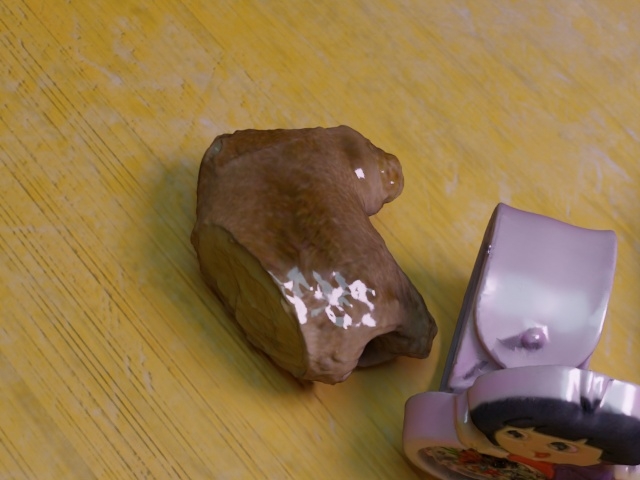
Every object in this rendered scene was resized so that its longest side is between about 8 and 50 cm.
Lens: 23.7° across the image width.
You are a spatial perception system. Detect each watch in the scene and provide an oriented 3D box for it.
[{"bbox_3d":[0.187,0.085,1.242,0.196,0.244,0.231,18,64,3],"label":"watch"}]

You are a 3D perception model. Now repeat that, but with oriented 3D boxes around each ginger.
[{"bbox_3d":[0.000,0.000,1.338,0.276,0.130,0.221,44,52,12],"label":"ginger"}]
